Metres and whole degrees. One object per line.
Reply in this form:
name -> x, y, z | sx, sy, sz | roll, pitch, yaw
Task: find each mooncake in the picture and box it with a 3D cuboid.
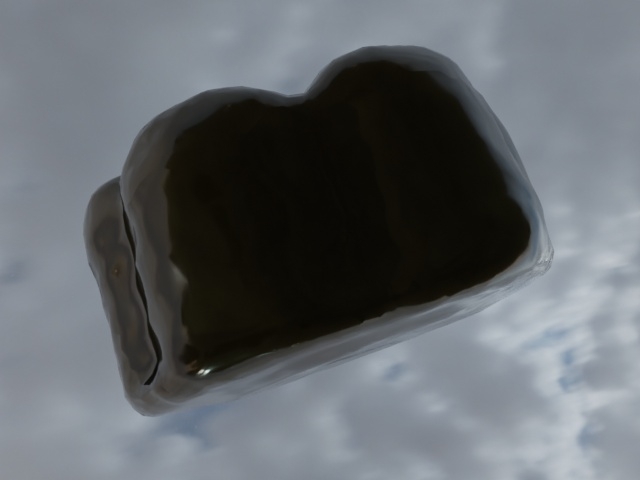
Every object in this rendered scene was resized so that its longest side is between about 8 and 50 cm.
mooncake -> 0.000, 0.000, 0.613 | 0.466, 0.467, 0.263 | -16, -101, -11
